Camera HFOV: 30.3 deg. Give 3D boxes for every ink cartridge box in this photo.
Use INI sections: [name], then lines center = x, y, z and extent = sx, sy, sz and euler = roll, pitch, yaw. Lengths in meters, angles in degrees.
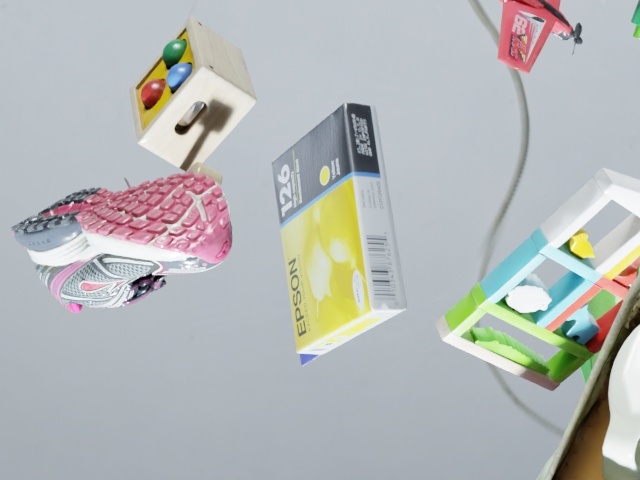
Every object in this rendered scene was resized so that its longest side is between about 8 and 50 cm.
[ink cartridge box]
center = 0.000, 0.000, 1.700
extent = 0.072, 0.304, 0.307
euler = 3, 159, -32

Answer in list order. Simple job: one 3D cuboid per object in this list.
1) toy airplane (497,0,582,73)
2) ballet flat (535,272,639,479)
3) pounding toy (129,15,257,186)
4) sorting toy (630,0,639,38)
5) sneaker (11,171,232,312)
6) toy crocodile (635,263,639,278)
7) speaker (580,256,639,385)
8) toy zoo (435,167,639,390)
[toy airplane]
center = 0.137, -0.187, 0.890
extent = 0.151, 0.151, 0.028
euler = 33, 144, -12
[ballet flat]
center = 0.087, 0.078, 0.361
extent = 0.057, 0.052, 0.168
euler = 16, 81, 25
[pounding toy]
center = -0.169, -0.135, 1.393
extent = 0.094, 0.206, 0.181
euler = 31, 114, -32
[sorting toy]
center = 0.481, -0.255, 1.370
extent = 0.365, 0.127, 0.126
euler = 2, 114, -36
[sneaker]
center = -0.177, 0.008, 1.131
extent = 0.299, 0.121, 0.112
euler = -2, 117, 51
[toy crocodile]
center = 0.223, 0.099, 0.643
extent = 0.115, 0.105, 0.341
euler = 3, 115, 13
[speaker]
center = 0.478, 0.155, 1.869
extent = 0.131, 0.296, 0.131
euler = 4, 141, 3
[toy zoo]
center = 0.287, 0.035, 1.252
extent = 0.192, 0.030, 0.293
euler = 27, 119, -36
